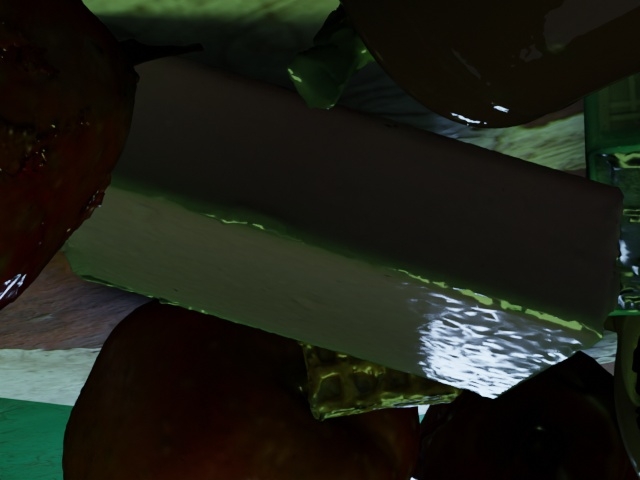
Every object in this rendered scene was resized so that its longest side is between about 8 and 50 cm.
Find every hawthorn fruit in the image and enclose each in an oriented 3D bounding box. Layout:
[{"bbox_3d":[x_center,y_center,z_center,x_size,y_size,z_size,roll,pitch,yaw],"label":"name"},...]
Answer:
[{"bbox_3d":[-0.142,-0.051,0.361,0.235,0.181,0.181,-11,165,-24],"label":"hawthorn fruit"},{"bbox_3d":[-0.044,0.151,0.850,0.287,0.287,0.330,4,153,-26],"label":"hawthorn fruit"}]

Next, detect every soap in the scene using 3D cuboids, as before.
[{"bbox_3d":[0.000,-0.002,0.544,0.259,0.081,0.181,15,162,-1],"label":"soap"}]

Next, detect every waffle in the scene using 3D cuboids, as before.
[{"bbox_3d":[0.032,0.037,0.694,0.102,0.148,0.042,-10,172,7],"label":"waffle"}]

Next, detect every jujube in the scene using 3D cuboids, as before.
[{"bbox_3d":[0.230,0.262,1.222,0.276,0.276,0.377,-5,162,-2],"label":"jujube"}]

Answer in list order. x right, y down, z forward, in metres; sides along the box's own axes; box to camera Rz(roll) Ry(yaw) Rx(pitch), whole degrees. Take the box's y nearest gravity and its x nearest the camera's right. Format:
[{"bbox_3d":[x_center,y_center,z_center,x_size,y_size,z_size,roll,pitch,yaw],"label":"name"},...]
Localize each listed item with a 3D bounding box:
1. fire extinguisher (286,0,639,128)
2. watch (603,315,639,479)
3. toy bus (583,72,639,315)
[{"bbox_3d":[0.106,-0.120,0.311,0.337,0.114,0.135,-24,-162,43],"label":"fire extinguisher"},{"bbox_3d":[0.427,0.101,0.807,0.327,0.314,0.335,-1,151,-24],"label":"watch"},{"bbox_3d":[0.192,-0.025,0.609,0.091,0.109,0.262,-2,161,14],"label":"toy bus"}]
